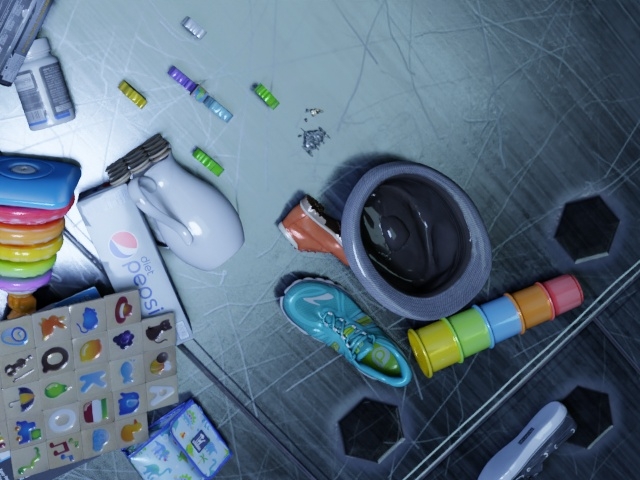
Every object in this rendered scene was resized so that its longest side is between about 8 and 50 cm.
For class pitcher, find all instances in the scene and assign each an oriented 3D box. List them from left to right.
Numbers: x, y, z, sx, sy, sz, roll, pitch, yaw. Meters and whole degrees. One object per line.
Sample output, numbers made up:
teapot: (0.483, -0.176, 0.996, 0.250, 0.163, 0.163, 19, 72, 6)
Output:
pitcher: (-0.225, -0.041, 1.816, 0.125, 0.178, 0.207, -33, 105, 22)

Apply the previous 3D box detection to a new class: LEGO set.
LEGO set: (-0.011, -0.183, 1.907, 0.054, 0.023, 0.083, -16, 103, -7)

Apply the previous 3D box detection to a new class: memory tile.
memory tile: (-0.293, -0.129, 1.800, 0.113, 0.148, 0.012, -35, 109, -4)

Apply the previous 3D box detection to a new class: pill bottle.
pill bottle: (-0.446, -0.249, 1.784, 0.078, 0.078, 0.137, -17, 103, -7)

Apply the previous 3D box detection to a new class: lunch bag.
lunch bag: (-0.244, 0.368, 1.936, 0.151, 0.096, 0.129, -38, 103, -17)

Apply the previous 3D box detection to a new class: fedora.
fedora: (0.147, 0.000, 1.911, 0.244, 0.124, 0.275, -45, 99, -13)

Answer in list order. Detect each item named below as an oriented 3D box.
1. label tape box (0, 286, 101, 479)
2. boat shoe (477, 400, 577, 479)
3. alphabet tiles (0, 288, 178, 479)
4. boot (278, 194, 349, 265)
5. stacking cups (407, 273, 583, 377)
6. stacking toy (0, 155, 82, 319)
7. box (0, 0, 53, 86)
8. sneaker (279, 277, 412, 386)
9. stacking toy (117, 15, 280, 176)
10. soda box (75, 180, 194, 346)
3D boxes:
label tape box: (-0.467, 0.264, 1.826, 0.347, 0.115, 0.249, -25, 124, -4)
boat shoe: (0.386, 0.401, 2.072, 0.076, 0.080, 0.228, 45, 82, -14)
alphabet tiles: (-0.388, 0.228, 1.774, 0.342, 0.011, 0.285, -13, 118, -26)
boot: (0.000, 0.000, 1.935, 0.084, 0.059, 0.158, -40, 110, 17)
stacking cups: (0.318, 0.144, 1.994, 0.316, 0.096, 0.096, -21, 104, -6)
stacking toy: (-0.483, 0.023, 1.809, 0.166, 0.175, 0.302, 6, 114, -5)
box: (-0.510, -0.379, 1.721, 0.183, 0.056, 0.231, 28, 94, 13)
sneaker: (0.054, 0.159, 1.941, 0.275, 0.110, 0.107, 35, 93, -14)
stacking toy: (-0.198, -0.239, 1.851, 0.221, 0.052, 0.167, 41, 93, -17)
soda box: (-0.306, 0.042, 1.856, 0.091, 0.098, 0.286, -23, 104, -5)
